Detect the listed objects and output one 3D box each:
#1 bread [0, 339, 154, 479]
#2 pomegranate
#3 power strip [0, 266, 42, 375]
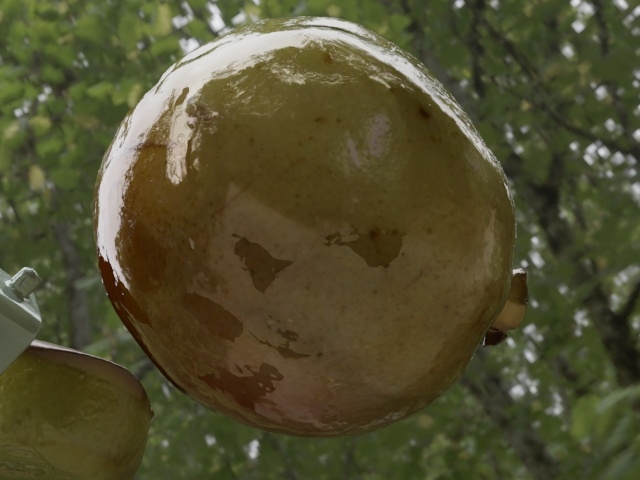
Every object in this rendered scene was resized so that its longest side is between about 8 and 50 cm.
[{"bbox_3d":[-0.314,0.198,1.562,0.270,0.148,0.270,6,-24,3],"label":"bread"},{"bbox_3d":[0.000,0.000,0.979,0.319,0.319,0.319,-18,-39,-16],"label":"pomegranate"},{"bbox_3d":[-0.369,0.161,1.161,0.385,0.091,0.062,-47,-61,5],"label":"power strip"}]
